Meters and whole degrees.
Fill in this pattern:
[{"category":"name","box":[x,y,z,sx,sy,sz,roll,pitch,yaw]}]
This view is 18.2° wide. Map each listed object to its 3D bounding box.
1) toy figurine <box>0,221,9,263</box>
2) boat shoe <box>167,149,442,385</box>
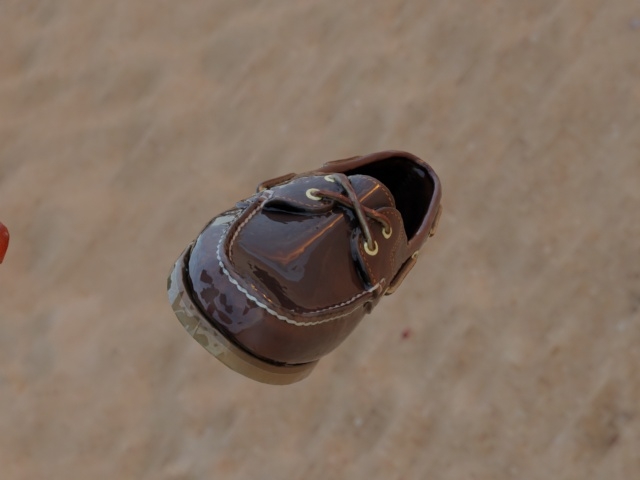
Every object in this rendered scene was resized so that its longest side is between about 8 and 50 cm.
[{"category":"toy figurine","box":[-0.247,-0.021,0.737,0.213,0.148,0.209,-37,52,6]},{"category":"boat shoe","box":[0.000,0.000,0.821,0.073,0.073,0.207,-47,-2,18]}]
